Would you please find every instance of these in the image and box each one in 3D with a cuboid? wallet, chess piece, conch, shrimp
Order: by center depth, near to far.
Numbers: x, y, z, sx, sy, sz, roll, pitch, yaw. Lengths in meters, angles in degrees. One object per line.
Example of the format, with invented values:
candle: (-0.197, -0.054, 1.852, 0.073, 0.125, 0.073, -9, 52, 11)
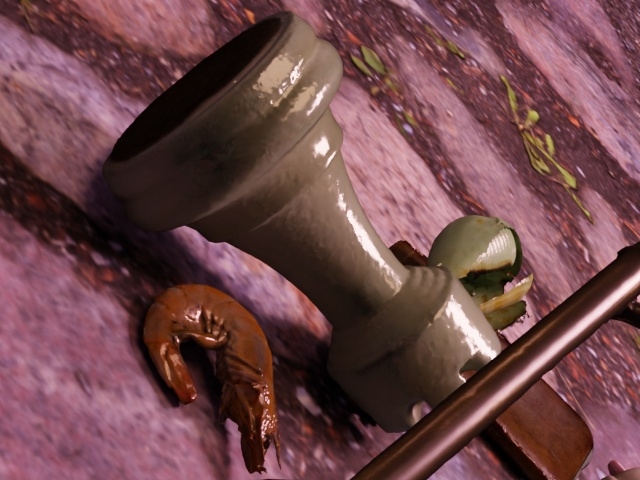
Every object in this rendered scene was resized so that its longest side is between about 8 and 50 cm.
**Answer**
shrimp: (-0.071, 0.089, 1.260, 0.095, 0.045, 0.162, 25, 35, -39)
chess piece: (0.000, 0.000, 1.368, 0.299, 0.195, 0.194, 50, 23, -16)
conch: (0.126, 0.044, 1.539, 0.106, 0.079, 0.170, 40, 35, 3)
wallet: (0.138, 0.107, 1.587, 0.255, 0.031, 0.137, 49, 24, 3)

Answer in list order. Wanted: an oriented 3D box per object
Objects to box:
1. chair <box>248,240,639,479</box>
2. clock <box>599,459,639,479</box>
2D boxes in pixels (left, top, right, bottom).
chair: (0.089, 0.238, 0.955, 0.410, 0.364, 0.362, -9, 60, -55)
clock: (0.286, 0.268, 1.500, 0.231, 0.103, 0.144, 43, 33, -8)
